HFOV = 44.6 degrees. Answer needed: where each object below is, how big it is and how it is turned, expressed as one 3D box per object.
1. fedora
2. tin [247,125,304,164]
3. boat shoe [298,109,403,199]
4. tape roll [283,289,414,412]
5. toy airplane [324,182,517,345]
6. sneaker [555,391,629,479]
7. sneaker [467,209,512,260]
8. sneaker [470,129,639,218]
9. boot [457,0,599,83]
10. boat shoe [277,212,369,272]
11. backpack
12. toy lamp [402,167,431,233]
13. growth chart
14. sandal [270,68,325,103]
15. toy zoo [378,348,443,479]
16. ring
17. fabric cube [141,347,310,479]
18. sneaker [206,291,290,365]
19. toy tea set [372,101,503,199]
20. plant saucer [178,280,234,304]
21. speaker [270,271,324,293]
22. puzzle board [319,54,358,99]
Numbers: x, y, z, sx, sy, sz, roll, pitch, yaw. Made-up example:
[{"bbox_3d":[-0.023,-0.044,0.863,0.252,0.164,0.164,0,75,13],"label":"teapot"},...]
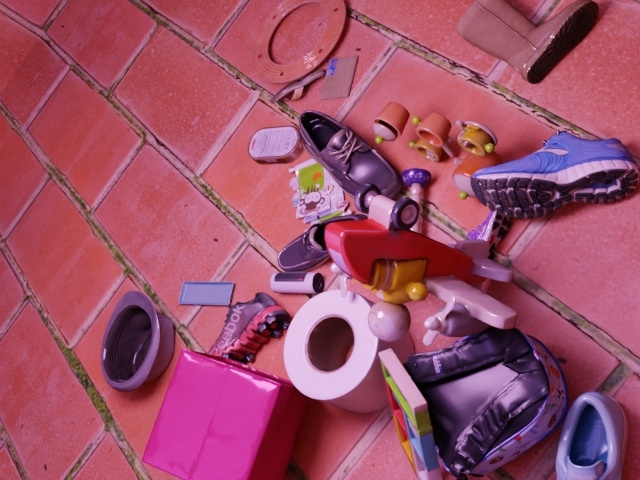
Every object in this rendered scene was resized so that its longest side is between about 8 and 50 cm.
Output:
[{"bbox_3d":[-0.485,0.284,2.143,0.243,0.124,0.275,17,89,42],"label":"fedora"},{"bbox_3d":[-0.125,-0.270,2.194,0.189,0.040,0.106,1,66,36],"label":"tin"},{"bbox_3d":[0.056,-0.213,1.955,0.355,0.130,0.132,37,85,35],"label":"boat shoe"},{"bbox_3d":[0.064,0.249,1.733,0.246,0.169,0.246,-16,61,30],"label":"tape roll"},{"bbox_3d":[0.191,0.079,1.564,0.384,0.386,0.272,25,92,7],"label":"toy airplane"},{"bbox_3d":[0.460,0.443,1.369,0.135,0.150,0.366,-7,66,34],"label":"sneaker"},{"bbox_3d":[0.359,-0.022,1.710,0.071,0.068,0.170,28,88,46],"label":"sneaker"},{"bbox_3d":[0.480,-0.143,1.633,0.330,0.130,0.147,-6,47,13],"label":"sneaker"},{"bbox_3d":[0.478,-0.520,1.836,0.236,0.089,0.269,-45,49,10],"label":"boot"},{"bbox_3d":[0.000,0.000,1.936,0.285,0.092,0.103,-22,69,27],"label":"boat shoe"},{"bbox_3d":[0.334,0.297,1.487,0.263,0.213,0.276,-42,54,27],"label":"backpack"},{"bbox_3d":[0.216,-0.032,1.809,0.080,0.080,0.275,-10,65,32],"label":"toy lamp"},{"bbox_3d":[-0.008,-0.127,2.053,0.172,0.021,0.237,-29,55,24],"label":"growth chart"},{"bbox_3d":[-0.062,-0.426,2.208,0.180,0.049,0.072,-26,17,11],"label":"sandal"},{"bbox_3d":[0.185,0.381,1.538,0.030,0.293,0.192,-18,28,-8],"label":"toy zoo"},{"bbox_3d":[-0.062,-0.602,2.293,0.336,0.032,0.337,-18,56,30],"label":"ring"},{"bbox_3d":[-0.200,0.410,1.749,0.259,0.254,0.258,16,83,20],"label":"fabric cube"},{"bbox_3d":[-0.205,0.235,1.982,0.276,0.097,0.135,-42,52,11],"label":"sneaker"},{"bbox_3d":[0.259,-0.198,1.776,0.336,0.200,0.124,24,77,40],"label":"toy tea set"},{"bbox_3d":[-0.313,0.146,2.152,0.192,0.018,0.067,-2,69,36],"label":"plant saucer"},{"bbox_3d":[-0.058,0.107,1.961,0.136,0.055,0.055,-1,69,36],"label":"speaker"},{"bbox_3d":[0.051,-0.450,2.162,0.096,0.011,0.128,2,70,38],"label":"puzzle board"}]
